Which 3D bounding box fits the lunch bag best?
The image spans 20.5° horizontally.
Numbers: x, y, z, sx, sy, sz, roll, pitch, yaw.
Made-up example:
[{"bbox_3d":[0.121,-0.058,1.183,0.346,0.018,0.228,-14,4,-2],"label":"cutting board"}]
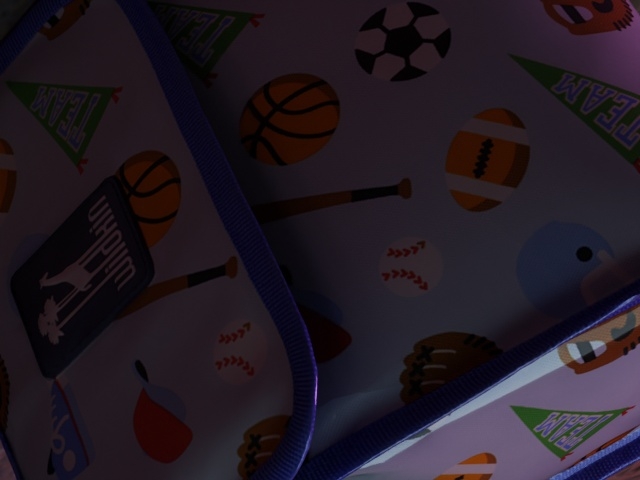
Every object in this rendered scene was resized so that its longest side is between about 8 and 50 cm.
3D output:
[{"bbox_3d":[0.000,0.000,0.922,0.385,0.328,0.239,-26,149,-2],"label":"lunch bag"}]
